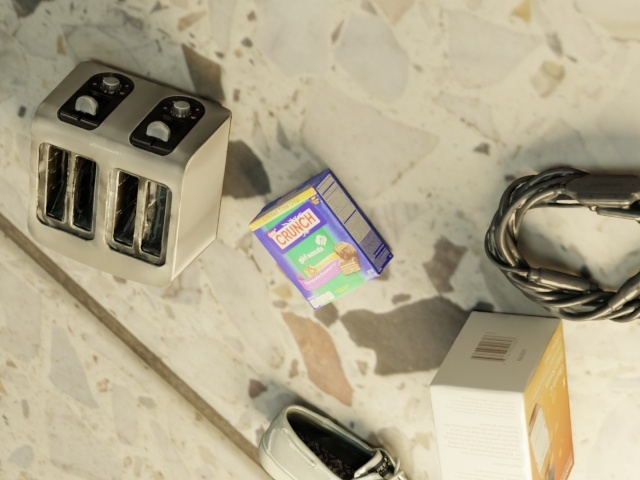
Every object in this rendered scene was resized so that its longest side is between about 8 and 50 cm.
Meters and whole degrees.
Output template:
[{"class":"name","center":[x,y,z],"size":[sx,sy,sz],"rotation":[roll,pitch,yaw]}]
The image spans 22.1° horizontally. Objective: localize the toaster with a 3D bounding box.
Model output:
[{"class":"toaster","center":[-0.185,-0.058,1.569],"size":[0.168,0.110,0.185],"rotation":[21,126,14]}]

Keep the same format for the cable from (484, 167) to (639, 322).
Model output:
[{"class":"cable","center":[0.236,0.007,1.452],"size":[0.184,0.047,0.150],"rotation":[-1,124,24]}]

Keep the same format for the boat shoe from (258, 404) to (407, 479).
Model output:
[{"class":"boat shoe","center":[0.041,0.247,1.667],"size":[0.227,0.079,0.081],"rotation":[32,132,9]}]

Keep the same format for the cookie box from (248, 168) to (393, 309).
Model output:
[{"class":"cookie box","center":[0.000,0.000,1.558],"size":[0.092,0.040,0.107],"rotation":[-30,103,37]}]

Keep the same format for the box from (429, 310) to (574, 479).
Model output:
[{"class":"box","center":[0.172,0.172,1.525],"size":[0.091,0.130,0.170],"rotation":[3,121,23]}]
